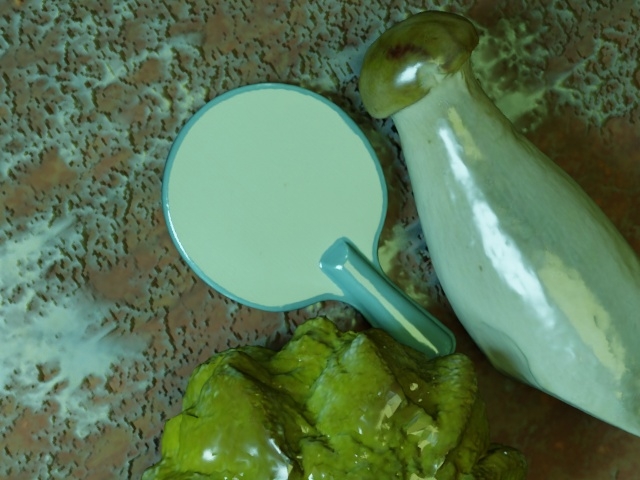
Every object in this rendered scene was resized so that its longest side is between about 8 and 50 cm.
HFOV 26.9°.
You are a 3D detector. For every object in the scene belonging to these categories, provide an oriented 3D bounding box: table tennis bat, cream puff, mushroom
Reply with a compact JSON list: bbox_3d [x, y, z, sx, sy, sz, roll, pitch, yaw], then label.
[{"bbox_3d":[0.000,0.000,0.920,0.244,0.040,0.153,45,81,-5],"label":"table tennis bat"},{"bbox_3d":[0.007,0.170,0.848,0.244,0.196,0.244,4,102,19],"label":"cream puff"},{"bbox_3d":[0.141,0.004,0.909,0.128,0.128,0.350,-33,94,-13],"label":"mushroom"}]
